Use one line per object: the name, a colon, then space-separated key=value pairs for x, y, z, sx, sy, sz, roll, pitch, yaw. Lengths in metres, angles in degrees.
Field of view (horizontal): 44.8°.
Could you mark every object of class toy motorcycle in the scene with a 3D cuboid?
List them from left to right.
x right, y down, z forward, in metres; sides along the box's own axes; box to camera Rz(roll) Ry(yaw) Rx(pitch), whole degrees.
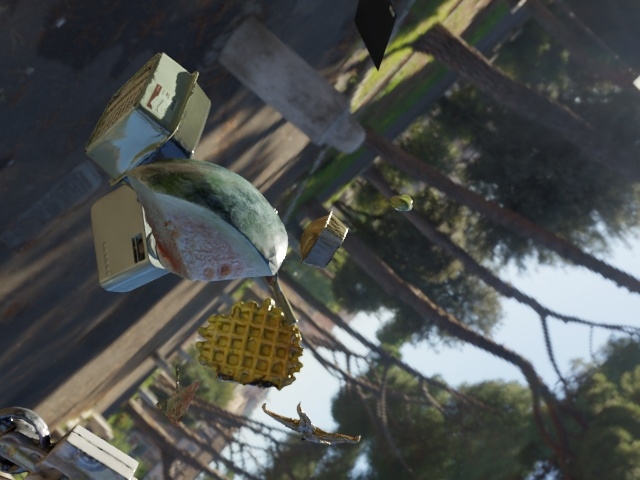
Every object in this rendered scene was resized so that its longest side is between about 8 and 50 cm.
toy motorcycle: x=-0.350 y=0.383 z=1.094 sx=0.223 sy=0.340 sz=0.108 roll=-57 pitch=-174 yaw=7

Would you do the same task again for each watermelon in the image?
watermelon: x=-0.185 y=-0.008 z=1.387 sx=0.214 sy=0.289 sz=0.319 roll=-54 pitch=158 yaw=10

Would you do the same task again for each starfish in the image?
starfish: x=-0.032 y=0.481 z=2.005 sx=0.138 sy=0.247 sz=0.050 roll=-30 pitch=-143 yaw=47

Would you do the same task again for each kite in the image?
kite: x=-0.304 y=0.328 z=1.657 sx=0.139 sy=0.011 sz=0.157 roll=-31 pitch=-133 yaw=24

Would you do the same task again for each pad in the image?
pad: x=0.094 y=-0.388 z=1.359 sx=0.004 sy=0.116 sz=0.193 roll=-20 pitch=167 yaw=-10

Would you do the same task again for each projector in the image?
projector: x=-0.489 y=-0.013 z=2.035 sx=0.198 sy=0.251 sz=0.108 roll=-24 pitch=158 yaw=31

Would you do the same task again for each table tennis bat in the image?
table tennis bat: x=-0.108 y=0.066 z=1.665 sx=0.022 sy=0.247 sz=0.138 roll=-23 pitch=175 yaw=-13

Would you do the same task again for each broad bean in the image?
broad bean: x=0.212 y=-0.098 z=2.042 sx=0.045 sy=0.063 sz=0.083 roll=-67 pitch=165 yaw=13

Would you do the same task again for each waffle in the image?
waffle: x=-0.208 y=0.318 z=2.305 sx=0.311 sy=0.307 sz=0.060 roll=-20 pitch=154 yaw=-12

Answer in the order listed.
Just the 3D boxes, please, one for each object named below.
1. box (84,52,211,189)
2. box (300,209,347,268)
box: x=-0.361 y=-0.249 z=1.660 sx=0.220 sy=0.166 sz=0.291 roll=-33 pitch=-150 yaw=27
box: x=0.000 y=0.000 z=2.100 sx=0.111 sy=0.111 sz=0.177 roll=-43 pitch=169 yaw=-45
